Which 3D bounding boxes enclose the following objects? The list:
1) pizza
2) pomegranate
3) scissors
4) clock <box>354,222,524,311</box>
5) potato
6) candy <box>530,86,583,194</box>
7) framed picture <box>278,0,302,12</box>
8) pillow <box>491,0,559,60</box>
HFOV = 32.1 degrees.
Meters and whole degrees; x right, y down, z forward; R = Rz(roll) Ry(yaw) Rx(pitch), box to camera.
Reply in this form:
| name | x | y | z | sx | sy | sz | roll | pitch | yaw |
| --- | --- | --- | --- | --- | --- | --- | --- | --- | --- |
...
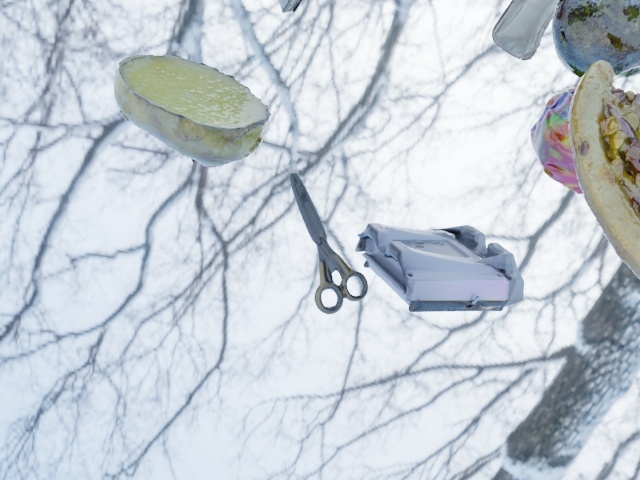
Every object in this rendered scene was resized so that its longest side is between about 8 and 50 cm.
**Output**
| name | x | y | z | sx | sy | sz | roll | pitch | yaw |
| --- | --- | --- | --- | --- | --- | --- | --- | --- | --- |
| pizza | 0.293 | -0.062 | 1.036 | 0.127 | 0.058 | 0.246 | 11 | -118 | -29 |
| pomegranate | 0.324 | -0.249 | 1.208 | 0.125 | 0.163 | 0.138 | 32 | -166 | 27 |
| scissors | 0.000 | 0.000 | 1.656 | 0.088 | 0.017 | 0.220 | -25 | -80 | -17 |
| clock | 0.175 | 0.034 | 1.677 | 0.186 | 0.083 | 0.253 | 0 | -163 | -17 |
| potato | -0.157 | -0.149 | 1.326 | 0.200 | 0.081 | 0.164 | 34 | -146 | 24 |
| candy | 0.363 | -0.016 | 1.262 | 0.124 | 0.124 | 0.365 | -17 | -110 | -30 |
| framed picture | -0.031 | -0.344 | 1.016 | 0.019 | 0.281 | 0.208 | -18 | -93 | -14 |
| pillow | 0.446 | -0.490 | 2.313 | 0.131 | 0.232 | 0.038 | 29 | -178 | -35 |
